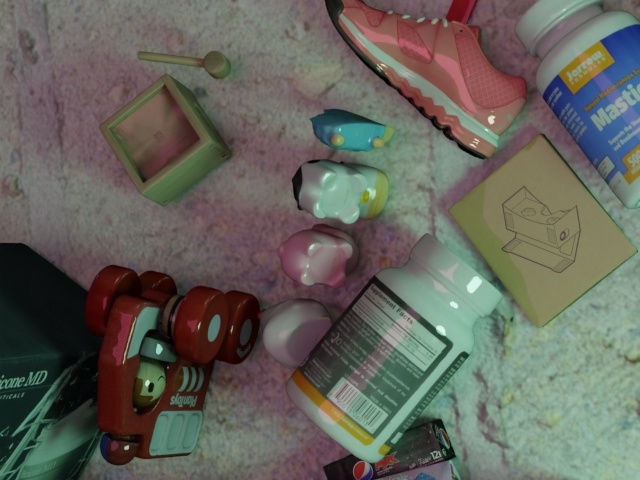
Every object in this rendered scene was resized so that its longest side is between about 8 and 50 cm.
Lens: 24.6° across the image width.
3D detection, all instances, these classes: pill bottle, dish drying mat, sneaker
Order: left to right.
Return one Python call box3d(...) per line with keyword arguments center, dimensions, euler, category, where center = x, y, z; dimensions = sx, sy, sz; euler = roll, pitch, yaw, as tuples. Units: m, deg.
box3d(center=(0.098, 0.137, 1.898), dimensions=(0.162, 0.162, 0.278), euler=(40, 91, 19), category="pill bottle")
box3d(center=(0.144, -0.249, 1.947), dimensions=(0.314, 0.116, 0.136), euler=(43, 94, 11), category="sneaker")
box3d(center=(0.188, -0.308, 1.969), dimensions=(0.032, 0.008, 0.083), euler=(26, 99, 22), category="dish drying mat")
box3d(center=(0.362, -0.187, 1.815), dimensions=(0.152, 0.152, 0.272), euler=(-39, 76, 17), category="pill bottle")

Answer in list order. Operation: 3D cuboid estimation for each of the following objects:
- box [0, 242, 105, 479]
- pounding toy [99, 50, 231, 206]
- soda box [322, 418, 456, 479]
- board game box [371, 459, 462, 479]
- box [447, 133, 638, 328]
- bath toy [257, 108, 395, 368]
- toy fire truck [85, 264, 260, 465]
box3d(center=(-0.544, 0.266, 2.002), dimensions=(0.297, 0.480, 0.472), euler=(33, 101, 18), category="box")
box3d(center=(-0.201, -0.185, 2.088), dimensions=(0.206, 0.094, 0.181), euler=(-37, 70, 8), category="pounding toy")
box3d(center=(0.092, 0.296, 1.966), dimensions=(0.169, 0.053, 0.060), euler=(-25, 78, 19), category="soda box")
box3d(center=(0.037, 0.452, 1.840), dimensions=(0.318, 0.066, 0.318), euler=(-17, 41, 12), category="board game box")
box3d(center=(0.287, -0.013, 1.912), dimensions=(0.164, 0.021, 0.201), euler=(-41, 74, 16), category="box")
box3d(center=(0.000, 0.000, 1.977), dimensions=(0.129, 0.151, 0.348), euler=(29, 106, 56), category="bath toy")
box3d(center=(-0.213, 0.175, 1.968), dimensions=(0.169, 0.302, 0.254), euler=(12, 89, 18), category="toy fire truck")
